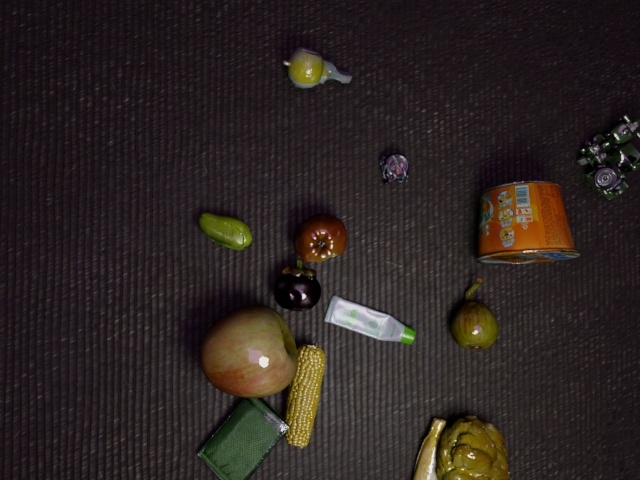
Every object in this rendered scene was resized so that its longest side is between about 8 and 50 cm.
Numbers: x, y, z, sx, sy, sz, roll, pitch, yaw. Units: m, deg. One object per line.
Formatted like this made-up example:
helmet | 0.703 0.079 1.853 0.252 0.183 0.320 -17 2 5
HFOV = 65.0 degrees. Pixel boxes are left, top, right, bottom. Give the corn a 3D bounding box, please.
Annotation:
corn | -0.049 0.437 1.458 0.102 0.101 0.309 9 93 -9

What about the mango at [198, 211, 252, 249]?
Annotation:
mango | -0.274 -0.030 1.450 0.165 0.074 0.091 28 88 4

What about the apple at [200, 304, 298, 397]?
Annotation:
apple | -0.192 0.306 1.362 0.234 0.257 0.256 -24 92 3

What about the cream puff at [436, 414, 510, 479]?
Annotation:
cream puff | 0.449 0.645 1.482 0.245 0.196 0.243 0 91 -17

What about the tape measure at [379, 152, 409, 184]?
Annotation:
tape measure | 0.231 -0.222 1.549 0.091 0.054 0.094 -6 96 -11

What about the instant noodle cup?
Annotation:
instant noodle cup | 0.607 -0.048 1.504 0.297 0.296 0.213 1 80 -10

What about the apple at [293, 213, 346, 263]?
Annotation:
apple | 0.001 -0.007 1.451 0.156 0.158 0.146 2 86 -5

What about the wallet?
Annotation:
wallet | -0.217 0.568 1.428 0.160 0.055 0.236 38 87 19

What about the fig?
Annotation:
fig | 0.462 0.241 1.543 0.142 0.147 0.186 -18 53 4

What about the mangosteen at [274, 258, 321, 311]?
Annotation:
mangosteen | -0.064 0.129 1.449 0.137 0.137 0.151 7 90 -9

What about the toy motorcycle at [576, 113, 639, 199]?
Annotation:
toy motorcycle | 0.969 -0.275 1.640 0.275 0.127 0.205 -39 92 -5

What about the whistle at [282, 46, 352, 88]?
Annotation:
whistle | -0.011 -0.499 1.499 0.223 0.123 0.122 6 87 -27

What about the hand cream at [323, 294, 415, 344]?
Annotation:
hand cream | 0.153 0.248 1.531 0.276 0.050 0.078 20 58 -4

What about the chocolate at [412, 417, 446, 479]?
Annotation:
chocolate | 0.341 0.653 1.533 0.086 0.086 0.219 18 82 -9
